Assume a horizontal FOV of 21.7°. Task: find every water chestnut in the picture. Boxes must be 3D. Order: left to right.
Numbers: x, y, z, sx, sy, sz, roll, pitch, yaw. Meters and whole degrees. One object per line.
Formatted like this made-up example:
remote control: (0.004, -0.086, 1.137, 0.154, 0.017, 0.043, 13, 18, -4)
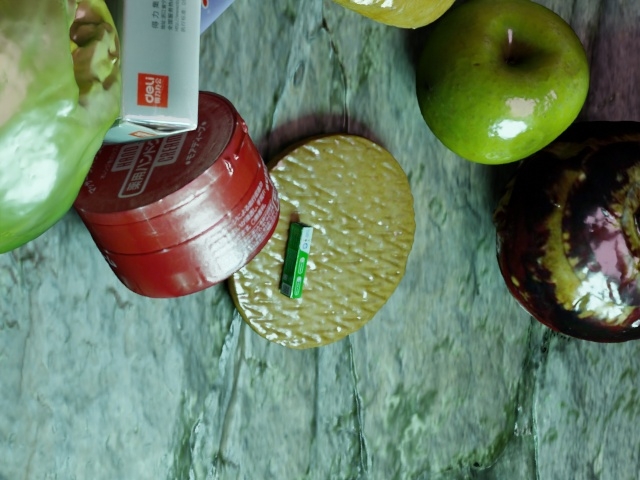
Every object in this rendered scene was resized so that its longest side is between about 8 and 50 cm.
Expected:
water chestnut: (0.338, -0.007, 2.036, 0.300, 0.300, 0.300, -15, 116, -33)

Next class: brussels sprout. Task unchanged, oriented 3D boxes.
brussels sprout: (-0.294, -0.132, 1.411, 0.344, 0.344, 0.268, -43, 97, -17)

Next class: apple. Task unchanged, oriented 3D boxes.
apple: (0.201, -0.178, 1.884, 0.196, 0.196, 0.157, -30, 158, -26)

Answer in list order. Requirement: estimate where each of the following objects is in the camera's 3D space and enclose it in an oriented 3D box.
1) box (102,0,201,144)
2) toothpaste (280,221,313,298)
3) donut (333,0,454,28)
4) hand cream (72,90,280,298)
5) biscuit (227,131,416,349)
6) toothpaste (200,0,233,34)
box: (-0.170, -0.225, 1.554, 0.079, 0.135, 0.269, 4, 85, -27)
toothpaste: (-0.026, 0.022, 1.841, 0.017, 0.020, 0.083, -2, 108, -40)
donut: (0.021, -0.315, 1.609, 0.317, 0.299, 0.150, 12, 108, -48)
hand cream: (-0.144, -0.046, 1.660, 0.193, 0.193, 0.125, -40, 126, -19)
biscuit: (0.000, 0.000, 1.891, 0.262, 0.037, 0.262, -15, 115, -34)
toothpaste: (-0.205, -0.183, 1.648, 0.371, 0.080, 0.125, -53, 126, -19)
